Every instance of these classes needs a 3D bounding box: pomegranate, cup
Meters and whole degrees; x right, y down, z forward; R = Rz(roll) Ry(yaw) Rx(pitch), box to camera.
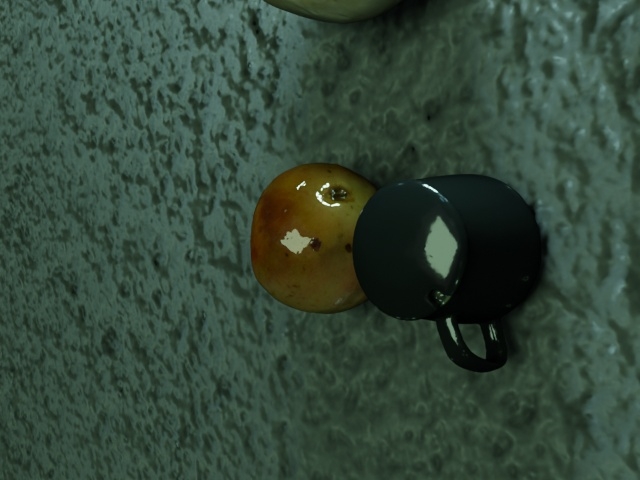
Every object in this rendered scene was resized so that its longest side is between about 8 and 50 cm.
[{"bbox_3d":[0.003,-0.002,1.069,0.191,0.191,0.191,-1,89,43],"label":"pomegranate"},{"bbox_3d":[0.142,0.033,0.939,0.169,0.177,0.223,-25,72,37],"label":"cup"}]

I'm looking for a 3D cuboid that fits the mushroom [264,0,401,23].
[{"bbox_3d":[-0.010,-0.405,1.004,0.298,0.290,0.297,-1,89,42],"label":"mushroom"}]
